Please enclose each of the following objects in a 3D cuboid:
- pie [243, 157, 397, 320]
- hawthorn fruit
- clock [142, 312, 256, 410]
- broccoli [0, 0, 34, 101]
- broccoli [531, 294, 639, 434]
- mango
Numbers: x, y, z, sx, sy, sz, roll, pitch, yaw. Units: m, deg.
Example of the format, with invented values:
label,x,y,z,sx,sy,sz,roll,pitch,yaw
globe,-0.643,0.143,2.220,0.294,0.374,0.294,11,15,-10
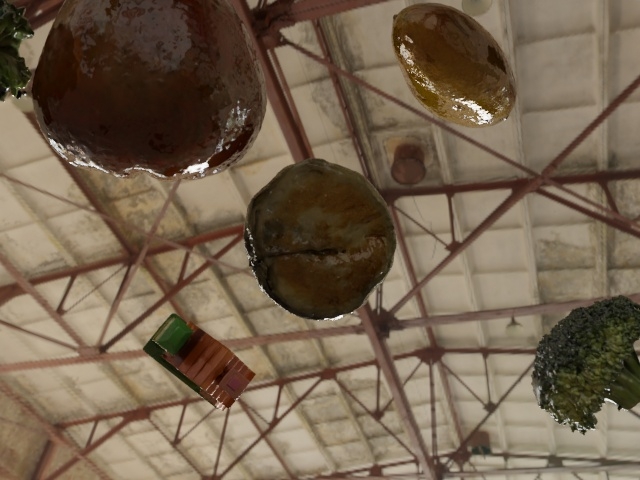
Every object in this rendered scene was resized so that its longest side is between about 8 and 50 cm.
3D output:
label,x,y,z,sx,sy,sz,roll,pitch,yaw
pie,0.000,0.000,1.289,0.340,0.077,0.338,-1,-82,-11
hawthorn fruit,-0.285,-0.301,1.091,0.403,0.402,0.402,4,-45,4
clock,-0.245,0.255,1.293,0.220,0.106,0.255,41,-16,-8
broccoli,-0.620,-0.281,1.014,0.294,0.348,0.280,-3,-68,-32
broccoli,0.439,0.198,1.009,0.226,0.198,0.176,-34,-96,30
mango,0.151,-0.207,0.741,0.109,0.147,0.227,-50,-36,15
